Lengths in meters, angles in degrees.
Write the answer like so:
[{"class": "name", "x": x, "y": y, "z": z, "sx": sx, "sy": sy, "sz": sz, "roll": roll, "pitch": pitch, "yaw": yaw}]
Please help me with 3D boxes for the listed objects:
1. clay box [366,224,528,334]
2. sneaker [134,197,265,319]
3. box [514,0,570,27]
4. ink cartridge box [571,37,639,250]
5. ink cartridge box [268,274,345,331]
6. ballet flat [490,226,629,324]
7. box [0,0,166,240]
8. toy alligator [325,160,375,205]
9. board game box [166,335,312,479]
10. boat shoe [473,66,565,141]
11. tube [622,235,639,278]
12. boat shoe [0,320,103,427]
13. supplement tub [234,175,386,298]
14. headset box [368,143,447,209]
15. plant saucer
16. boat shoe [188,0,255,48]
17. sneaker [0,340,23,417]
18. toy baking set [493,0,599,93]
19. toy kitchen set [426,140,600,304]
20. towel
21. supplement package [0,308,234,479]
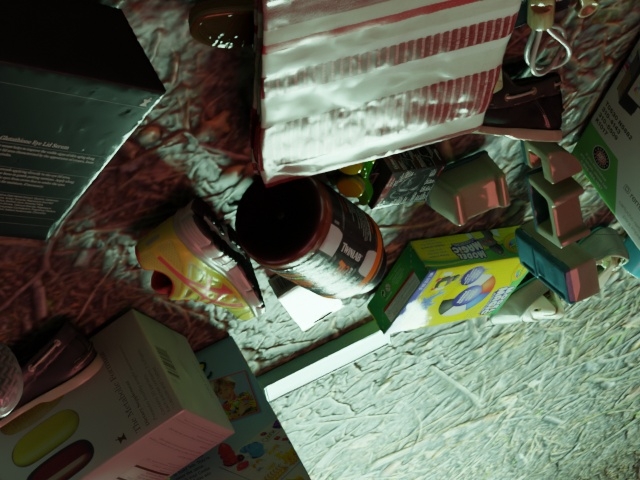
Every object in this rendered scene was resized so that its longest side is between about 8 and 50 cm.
[{"class": "clay box", "x": 0.178, "y": 0.046, "z": 1.862, "sx": 0.222, "sy": 0.053, "sz": 0.127, "roll": -7, "pitch": 144, "yaw": -36}, {"class": "sneaker", "x": -0.124, "y": 0.030, "z": 1.528, "sx": 0.094, "sy": 0.081, "sz": 0.208, "roll": -26, "pitch": 146, "yaw": 7}, {"class": "box", "x": 0.155, "y": -0.266, "z": 1.326, "sx": 0.175, "sy": 0.051, "sz": 0.220, "roll": -22, "pitch": 151, "yaw": -17}, {"class": "ink cartridge box", "x": 0.421, "y": -0.124, "z": 1.656, "sx": 0.117, "sy": 0.201, "sz": 0.278, "roll": -14, "pitch": 148, "yaw": -28}, {"class": "ink cartridge box", "x": -0.015, "y": 0.061, "z": 1.724, "sx": 0.062, "sy": 0.029, "sz": 0.115, "roll": -31, "pitch": 153, "yaw": 0}, {"class": "ballet flat", "x": 0.322, "y": 0.065, "z": 2.016, "sx": 0.213, "sy": 0.068, "sz": 0.072, "roll": -39, "pitch": 151, "yaw": 17}, {"class": "box", "x": -0.277, "y": -0.102, "z": 1.122, "sx": 0.261, "sy": 0.103, "sz": 0.184, "roll": 7, "pitch": 138, "yaw": -49}, {"class": "toy alligator", "x": 0.024, "y": -0.101, "z": 1.480, "sx": 0.051, "sy": 0.056, "sz": 0.190, "roll": 12, "pitch": 145, "yaw": 13}, {"class": "board game box", "x": -0.099, "y": 0.277, "z": 1.730, "sx": 0.144, "sy": 0.275, "sz": 0.142, "roll": -25, "pitch": 152, "yaw": -12}, {"class": "boat shoe", "x": 0.154, "y": -0.146, "z": 1.522, "sx": 0.233, "sy": 0.084, "sz": 0.079, "roll": 2, "pitch": 101, "yaw": -36}, {"class": "tube", "x": 0.485, "y": -0.038, "z": 2.036, "sx": 0.207, "sy": 0.052, "sz": 0.080, "roll": -49, "pitch": 157, "yaw": 20}, {"class": "boat shoe", "x": -0.328, "y": 0.148, "z": 1.552, "sx": 0.206, "sy": 0.075, "sz": 0.065, "roll": -27, "pitch": 109, "yaw": 6}, {"class": "supplement tub", "x": 0.000, "y": 0.000, "z": 1.556, "sx": 0.106, "sy": 0.106, "sz": 0.198, "roll": -37, "pitch": 152, "yaw": 13}, {"class": "headset box", "x": 0.085, "y": -0.067, "z": 1.606, "sx": 0.083, "sy": 0.032, "sz": 0.062, "roll": -10, "pitch": 145, "yaw": -33}, {"class": "plant saucer", "x": 0.007, "y": 0.153, "z": 1.910, "sx": 0.192, "sy": 0.018, "sz": 0.067, "roll": -25, "pitch": 152, "yaw": -9}, {"class": "boat shoe", "x": -0.056, "y": -0.193, "z": 1.249, "sx": 0.135, "sy": 0.045, "sz": 0.050, "roll": -10, "pitch": 153, "yaw": -38}, {"class": "sneaker", "x": -0.438, "y": 0.211, "z": 1.453, "sx": 0.365, "sy": 0.137, "sz": 0.210, "roll": -24, "pitch": 153, "yaw": -1}, {"class": "toy baking set", "x": 0.215, "y": -0.219, "z": 1.374, "sx": 0.256, "sy": 0.030, "sz": 0.196, "roll": -43, "pitch": 150, "yaw": 22}, {"class": "toy kitchen set", "x": 0.209, "y": -0.018, "z": 1.727, "sx": 0.166, "sy": 0.122, "sz": 0.207, "roll": -23, "pitch": 122, "yaw": -13}, {"class": "towel", "x": 0.054, "y": -0.162, "z": 1.291, "sx": 0.237, "sy": 0.037, "sz": 0.329, "roll": -15, "pitch": 156, "yaw": -10}, {"class": "supplement package", "x": -0.243, "y": 0.209, "z": 1.625, "sx": 0.244, "sy": 0.139, "sz": 0.134, "roll": -35, "pitch": 153, "yaw": 8}]
